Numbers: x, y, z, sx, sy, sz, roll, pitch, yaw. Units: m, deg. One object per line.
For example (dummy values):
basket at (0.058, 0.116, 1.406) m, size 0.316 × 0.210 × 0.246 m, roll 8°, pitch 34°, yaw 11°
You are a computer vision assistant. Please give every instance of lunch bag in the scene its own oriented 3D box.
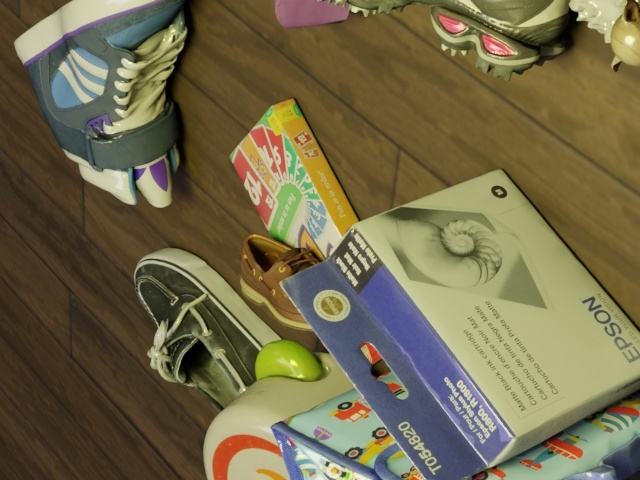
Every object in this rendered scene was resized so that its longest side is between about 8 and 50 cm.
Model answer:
lunch bag at (0.137, 0.187, 1.395) m, size 0.293 × 0.221 × 0.138 m, roll 4°, pitch 112°, yaw 57°

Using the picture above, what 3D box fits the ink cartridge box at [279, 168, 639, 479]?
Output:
ink cartridge box at (0.119, 0.062, 1.343) m, size 0.223 × 0.224 × 0.045 m, roll 52°, pitch 146°, yaw 24°

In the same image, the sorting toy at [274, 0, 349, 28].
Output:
sorting toy at (0.014, -0.342, 1.401) m, size 0.365 × 0.127 × 0.126 m, roll 105°, pitch 162°, yaw -50°

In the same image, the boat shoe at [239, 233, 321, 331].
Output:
boat shoe at (-0.026, 0.040, 1.648) m, size 0.178 × 0.064 × 0.060 m, roll 25°, pitch 132°, yaw 52°

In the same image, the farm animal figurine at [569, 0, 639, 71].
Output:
farm animal figurine at (0.283, -0.136, 1.004) m, size 0.326 × 0.172 × 0.330 m, roll 58°, pitch 148°, yaw 16°

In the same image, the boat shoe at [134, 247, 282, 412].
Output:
boat shoe at (-0.136, 0.115, 1.896) m, size 0.306 × 0.105 × 0.113 m, roll 43°, pitch 141°, yaw 35°

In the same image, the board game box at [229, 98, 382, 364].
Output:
board game box at (0.000, 0.000, 1.680) m, size 0.259 × 0.039 × 0.124 m, roll 60°, pitch 150°, yaw 8°

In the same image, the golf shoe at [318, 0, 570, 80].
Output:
golf shoe at (0.075, -0.227, 1.322) m, size 0.273 × 0.105 × 0.120 m, roll 24°, pitch 122°, yaw 20°

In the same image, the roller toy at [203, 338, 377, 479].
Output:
roller toy at (-0.011, 0.222, 1.690) m, size 0.209 × 0.146 × 0.191 m, roll 37°, pitch 136°, yaw 16°

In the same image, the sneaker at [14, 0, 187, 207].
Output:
sneaker at (-0.186, -0.154, 1.801) m, size 0.323 × 0.130 × 0.236 m, roll -16°, pitch 106°, yaw 55°
